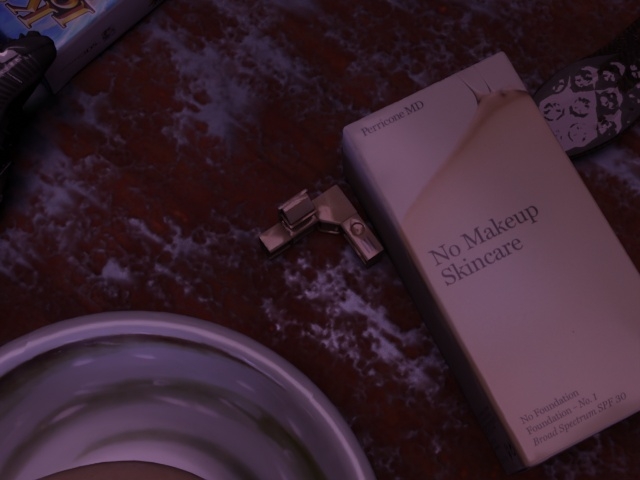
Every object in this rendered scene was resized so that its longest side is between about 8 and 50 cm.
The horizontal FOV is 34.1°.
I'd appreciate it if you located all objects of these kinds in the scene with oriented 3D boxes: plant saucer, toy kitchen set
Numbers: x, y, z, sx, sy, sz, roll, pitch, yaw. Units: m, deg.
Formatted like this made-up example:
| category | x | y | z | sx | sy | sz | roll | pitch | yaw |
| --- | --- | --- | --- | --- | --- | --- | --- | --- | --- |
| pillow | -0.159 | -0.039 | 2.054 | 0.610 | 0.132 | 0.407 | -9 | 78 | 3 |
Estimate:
| category | x | y | z | sx | sy | sz | roll | pitch | yaw |
| --- | --- | --- | --- | --- | --- | --- | --- | --- | --- |
| plant saucer | -0.145 | 0.257 | 0.803 | 0.400 | 0.100 | 0.401 | 0 | 73 | 0 |
| toy kitchen set | 0.000 | 0.000 | 0.900 | 0.083 | 0.068 | 0.075 | -34 | 76 | -10 |

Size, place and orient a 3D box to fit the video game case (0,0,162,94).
| category | x | y | z | sx | sy | sz | roll | pitch | yaw |
| --- | --- | --- | --- | --- | --- | --- | --- | --- | --- |
| video game case | -0.256 | -0.315 | 1.000 | 0.244 | 0.061 | 0.269 | -44 | 78 | -12 |

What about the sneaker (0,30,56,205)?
| category | x | y | z | sx | sy | sz | roll | pitch | yaw |
| --- | --- | --- | --- | --- | --- | --- | --- | --- | --- |
| sneaker | -0.300 | -0.077 | 0.907 | 0.234 | 0.078 | 0.106 | -43 | 96 | 4 |

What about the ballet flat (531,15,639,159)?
| category | x | y | z | sx | sy | sz | roll | pitch | yaw |
| --- | --- | --- | --- | --- | --- | --- | --- | --- | --- |
| ballet flat | 0.284 | -0.158 | 0.966 | 0.250 | 0.058 | 0.084 | -42 | 82 | -7 |

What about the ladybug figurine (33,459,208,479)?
| category | x | y | z | sx | sy | sz | roll | pitch | yaw |
| --- | --- | --- | --- | --- | --- | --- | --- | --- | --- |
| ladybug figurine | -0.174 | 0.354 | 0.636 | 0.305 | 0.162 | 0.449 | 28 | 74 | 7 |

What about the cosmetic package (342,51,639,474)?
| category | x | y | z | sx | sy | sz | roll | pitch | yaw |
| --- | --- | --- | --- | --- | --- | --- | --- | --- | --- |
| cosmetic package | 0.155 | 0.020 | 0.872 | 0.160 | 0.113 | 0.310 | -27 | 76 | -6 |
